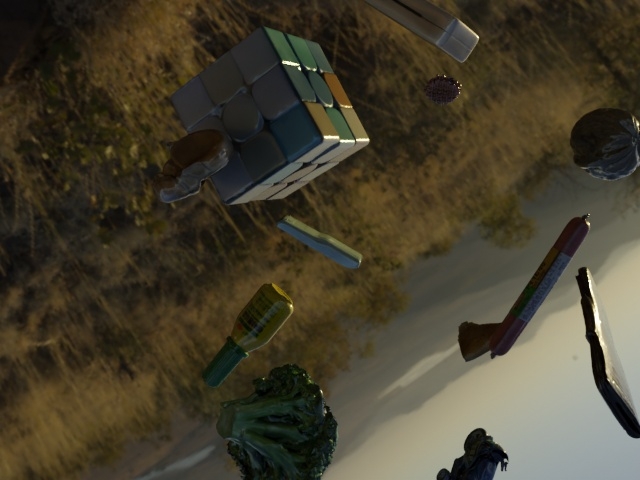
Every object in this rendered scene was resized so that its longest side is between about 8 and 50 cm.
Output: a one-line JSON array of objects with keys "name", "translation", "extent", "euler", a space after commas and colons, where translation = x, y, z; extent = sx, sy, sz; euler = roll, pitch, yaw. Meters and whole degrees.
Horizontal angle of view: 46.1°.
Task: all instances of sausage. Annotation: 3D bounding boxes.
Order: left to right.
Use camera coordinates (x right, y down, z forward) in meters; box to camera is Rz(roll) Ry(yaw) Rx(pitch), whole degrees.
[{"name": "sausage", "translation": [0.280, 0.060, 0.964], "extent": [0.223, 0.029, 0.029], "euler": [-58, 160, 8]}]

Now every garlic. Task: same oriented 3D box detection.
[{"name": "garlic", "translation": [-0.309, -0.183, 1.846], "extent": [0.217, 0.228, 0.110], "euler": [-33, 124, 4]}]

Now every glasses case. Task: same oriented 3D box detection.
[{"name": "glasses case", "translation": [0.222, -0.552, 1.822], "extent": [0.144, 0.336, 0.076], "euler": [14, 114, -52]}]

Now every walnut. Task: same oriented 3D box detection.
[{"name": "walnut", "translation": [0.832, -0.279, 2.186], "extent": [0.224, 0.224, 0.224], "euler": [-33, 165, -10]}]

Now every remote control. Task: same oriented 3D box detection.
[{"name": "remote control", "translation": [0.000, 0.000, 1.332], "extent": [0.029, 0.162, 0.061], "euler": [-60, 180, 13]}]

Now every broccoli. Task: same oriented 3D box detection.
[{"name": "broccoli", "translation": [-0.106, 0.418, 1.643], "extent": [0.275, 0.308, 0.308], "euler": [20, 130, -34]}]

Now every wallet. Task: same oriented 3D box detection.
[{"name": "wallet", "translation": [0.415, 0.151, 1.105], "extent": [0.031, 0.137, 0.255], "euler": [-23, -151, 23]}]

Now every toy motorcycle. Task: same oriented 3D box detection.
[{"name": "toy motorcycle", "translation": [0.325, 0.504, 1.588], "extent": [0.135, 0.092, 0.254], "euler": [-29, -154, 52]}]

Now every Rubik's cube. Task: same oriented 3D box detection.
[{"name": "Rubik's cube", "translation": [-0.131, -0.328, 2.053], "extent": [0.347, 0.347, 0.344], "euler": [-29, 174, 24]}]

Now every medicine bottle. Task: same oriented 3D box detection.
[{"name": "medicine bottle", "translation": [-0.193, 0.250, 1.935], "extent": [0.309, 0.111, 0.076], "euler": [-51, 151, 7]}]

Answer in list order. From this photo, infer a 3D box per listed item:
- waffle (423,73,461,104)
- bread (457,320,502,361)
[{"name": "waffle", "translation": [0.275, -0.338, 1.698], "extent": [0.083, 0.075, 0.029], "euler": [-32, -146, 51]}, {"name": "bread", "translation": [0.395, 0.259, 1.926], "extent": [0.154, 0.054, 0.136], "euler": [-10, -151, 43]}]
